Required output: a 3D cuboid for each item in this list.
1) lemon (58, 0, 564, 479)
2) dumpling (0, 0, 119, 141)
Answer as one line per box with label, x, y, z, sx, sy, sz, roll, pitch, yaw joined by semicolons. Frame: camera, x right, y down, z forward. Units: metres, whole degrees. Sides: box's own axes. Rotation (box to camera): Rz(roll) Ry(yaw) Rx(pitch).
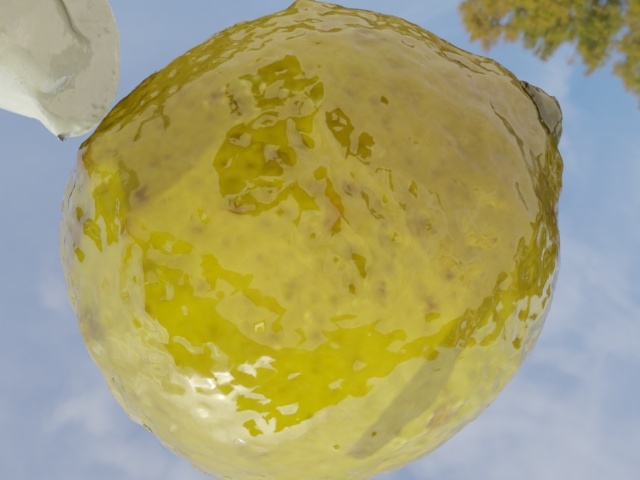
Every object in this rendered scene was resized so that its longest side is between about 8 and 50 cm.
lemon;0.000;0.000;0.733;0.387;0.349;0.349;-24;-139;9
dumpling;-0.284;-0.203;0.911;0.216;0.126;0.166;25;-116;10
